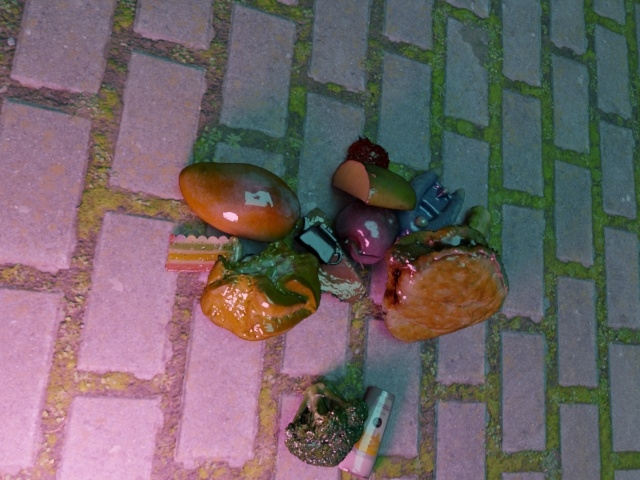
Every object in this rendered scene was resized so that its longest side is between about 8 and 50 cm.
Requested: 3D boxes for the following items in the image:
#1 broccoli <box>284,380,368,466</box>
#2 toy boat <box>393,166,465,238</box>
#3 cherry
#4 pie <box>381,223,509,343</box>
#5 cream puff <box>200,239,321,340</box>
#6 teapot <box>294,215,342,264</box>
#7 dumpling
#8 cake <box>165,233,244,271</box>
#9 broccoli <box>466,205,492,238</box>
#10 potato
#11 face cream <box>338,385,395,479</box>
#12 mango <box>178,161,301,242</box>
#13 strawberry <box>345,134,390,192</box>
[{"bbox_3d":[0.016,0.533,1.419,0.269,0.261,0.242,-24,60,15],"label":"broccoli"},{"bbox_3d":[0.388,-0.124,1.708,0.215,0.123,0.330,47,65,0],"label":"toy boat"},{"bbox_3d":[0.152,-0.034,1.579,0.266,0.183,0.213,-39,105,-45],"label":"cherry"},{"bbox_3d":[0.385,0.156,1.545,0.395,0.180,0.418,-6,124,3],"label":"pie"},{"bbox_3d":[-0.152,0.173,1.356,0.323,0.274,0.270,-20,49,-31],"label":"cream puff"},{"bbox_3d":[0.000,0.000,1.469,0.177,0.087,0.096,44,78,-8],"label":"teapot"},{"bbox_3d":[0.010,0.071,1.554,0.166,0.086,0.332,-30,94,-6],"label":"dumpling"},{"bbox_3d":[-0.332,0.039,1.417,0.225,0.090,0.109,4,83,-21],"label":"cake"},{"bbox_3d":[0.512,0.008,1.724,0.252,0.221,0.361,26,61,-24],"label":"broccoli"},{"bbox_3d":[0.206,-0.178,1.569,0.255,0.269,0.112,10,107,-28],"label":"potato"},{"bbox_3d":[0.152,0.603,1.530,0.107,0.073,0.269,27,73,-6],"label":"face cream"},{"bbox_3d":[-0.237,-0.124,1.431,0.384,0.199,0.221,24,78,-4],"label":"mango"},{"bbox_3d":[0.165,-0.252,1.673,0.167,0.087,0.208,21,75,-20],"label":"strawberry"}]
